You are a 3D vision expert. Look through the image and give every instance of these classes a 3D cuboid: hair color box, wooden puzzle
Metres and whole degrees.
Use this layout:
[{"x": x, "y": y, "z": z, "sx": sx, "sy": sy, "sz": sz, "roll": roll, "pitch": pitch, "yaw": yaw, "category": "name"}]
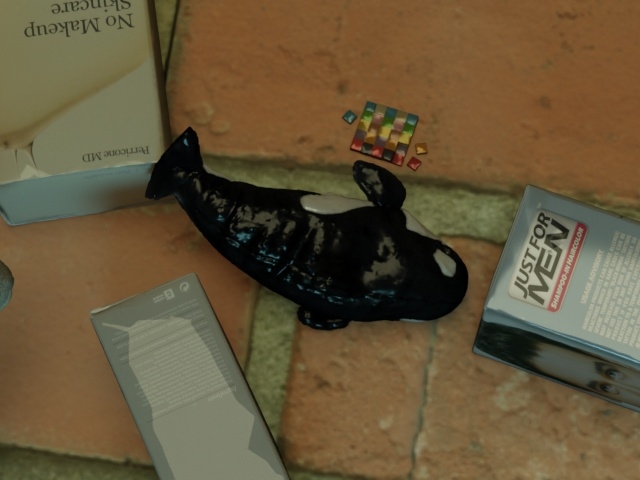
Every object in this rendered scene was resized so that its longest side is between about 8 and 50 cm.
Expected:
[{"x": 0.319, "y": 0.088, "z": 1.384, "sx": 0.374, "sy": 0.185, "sz": 0.113, "roll": 20, "pitch": 77, "yaw": 7, "category": "hair color box"}, {"x": 0.058, "y": -0.096, "z": 1.541, "sx": 0.083, "sy": 0.006, "sz": 0.049, "roll": 18, "pitch": 74, "yaw": 7, "category": "wooden puzzle"}]

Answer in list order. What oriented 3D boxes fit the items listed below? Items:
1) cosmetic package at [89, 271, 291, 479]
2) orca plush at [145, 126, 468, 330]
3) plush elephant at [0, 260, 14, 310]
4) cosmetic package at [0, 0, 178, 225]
[{"x": -0.094, "y": 0.160, "z": 1.406, "sx": 0.107, "sy": 0.127, "sz": 0.238, "roll": -21, "pitch": 72, "yaw": -5, "category": "cosmetic package"}, {"x": 0.000, "y": 0.000, "z": 1.414, "sx": 0.287, "sy": 0.102, "sz": 0.151, "roll": 37, "pitch": 101, "yaw": -18, "category": "orca plush"}, {"x": -0.417, "y": 0.130, "z": 1.375, "sx": 0.272, "sy": 0.255, "sz": 0.330, "roll": 20, "pitch": 67, "yaw": -2, "category": "plush elephant"}, {"x": -0.224, "y": -0.183, "z": 1.521, "sx": 0.160, "sy": 0.113, "sz": 0.309, "roll": -9, "pitch": 72, "yaw": -2, "category": "cosmetic package"}]
